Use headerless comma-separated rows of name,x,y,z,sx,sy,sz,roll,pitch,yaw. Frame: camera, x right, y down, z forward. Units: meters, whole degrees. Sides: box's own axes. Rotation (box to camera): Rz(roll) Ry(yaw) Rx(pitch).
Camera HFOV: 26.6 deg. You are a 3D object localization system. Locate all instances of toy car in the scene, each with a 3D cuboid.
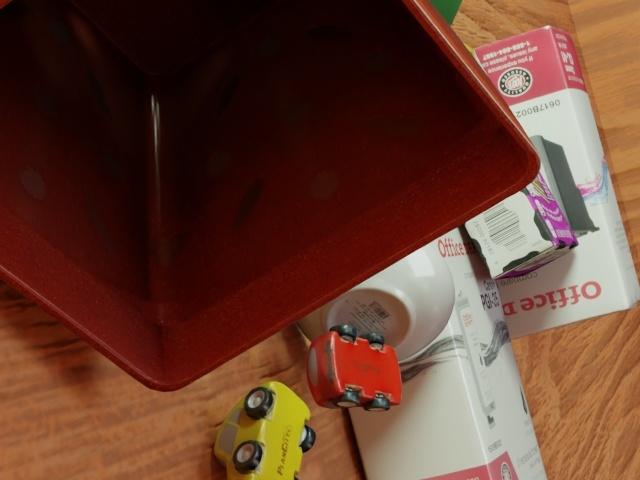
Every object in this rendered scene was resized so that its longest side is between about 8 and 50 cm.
toy car,-0.038,0.065,0.990,0.239,0.053,0.224,-38,108,-57

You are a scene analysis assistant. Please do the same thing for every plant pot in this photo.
plant pot,-0.076,-0.120,0.766,0.267,0.267,0.235,45,22,-38

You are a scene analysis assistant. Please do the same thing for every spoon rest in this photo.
spoon rest,0.000,0.000,1.083,0.276,0.137,0.084,47,24,-28

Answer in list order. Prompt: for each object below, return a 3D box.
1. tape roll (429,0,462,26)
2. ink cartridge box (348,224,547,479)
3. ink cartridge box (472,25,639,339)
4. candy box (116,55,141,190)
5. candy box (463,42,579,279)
tape roll,0.059,-0.279,1.191,0.321,0.077,0.321,-167,-90,-75
ink cartridge box,0.105,0.125,1.249,0.207,0.117,0.282,-4,79,-70
ink cartridge box,0.193,-0.049,1.447,0.131,0.226,0.306,-1,75,-70
candy box,-0.119,-0.040,0.925,0.105,0.027,0.205,49,32,-53
candy box,0.157,-0.081,1.306,0.233,0.071,0.159,62,16,8
